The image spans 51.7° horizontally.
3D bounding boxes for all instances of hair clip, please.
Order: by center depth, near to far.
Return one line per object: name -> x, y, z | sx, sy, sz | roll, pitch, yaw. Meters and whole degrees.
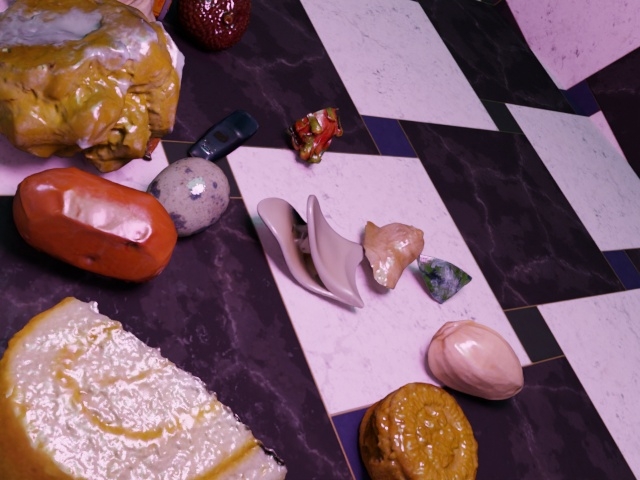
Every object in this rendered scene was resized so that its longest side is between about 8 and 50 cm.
hair clip -> -0.013, 0.010, 1.382 | 0.282, 0.113, 0.172 | 53, 30, -35

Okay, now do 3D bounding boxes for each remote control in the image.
remote control -> -0.213, -0.232, 1.479 | 0.072, 0.042, 0.222 | 43, 41, -3

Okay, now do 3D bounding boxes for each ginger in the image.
ginger -> 0.175, 0.032, 1.492 | 0.193, 0.122, 0.115 | -86, 152, -48

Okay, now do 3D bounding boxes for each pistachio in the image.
pistachio -> 0.335, 0.261, 1.418 | 0.229, 0.157, 0.157 | 32, 42, -20

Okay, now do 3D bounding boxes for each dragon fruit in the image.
dragon fruit -> -0.017, -0.257, 1.613 | 0.142, 0.138, 0.175 | 4, 72, -7

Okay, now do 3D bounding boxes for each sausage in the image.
sausage -> -0.373, -0.027, 1.098 | 0.268, 0.153, 0.141 | 23, 33, -19

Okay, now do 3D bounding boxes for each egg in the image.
egg -> -0.255, -0.078, 1.247 | 0.141, 0.141, 0.181 | 47, 59, 5

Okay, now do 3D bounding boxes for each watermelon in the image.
watermelon -> 0.277, 0.086, 1.570 | 0.155, 0.080, 0.101 | 43, 72, -42

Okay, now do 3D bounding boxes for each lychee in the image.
lychee -> -0.266, -0.561, 1.616 | 0.194, 0.194, 0.194 | 21, 46, -23

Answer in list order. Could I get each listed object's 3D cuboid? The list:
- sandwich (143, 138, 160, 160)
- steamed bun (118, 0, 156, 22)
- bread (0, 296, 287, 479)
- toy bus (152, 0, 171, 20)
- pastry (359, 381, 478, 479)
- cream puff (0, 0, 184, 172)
sandwich -> -0.365, -0.213, 1.359 | 0.069, 0.026, 0.101 | 24, 44, -18
steamed bun -> -0.480, -0.528, 1.385 | 0.276, 0.203, 0.289 | -11, 69, -35
bread -> -0.269, 0.297, 0.854 | 0.395, 0.239, 0.264 | 40, 46, -5
toy bus -> -0.425, -0.647, 1.601 | 0.136, 0.126, 0.209 | 10, 48, -30
pastry -> 0.186, 0.380, 1.205 | 0.240, 0.132, 0.235 | 2, 54, -35
cream puff -> -0.430, -0.268, 1.201 | 0.378, 0.276, 0.378 | 1, 46, -1
